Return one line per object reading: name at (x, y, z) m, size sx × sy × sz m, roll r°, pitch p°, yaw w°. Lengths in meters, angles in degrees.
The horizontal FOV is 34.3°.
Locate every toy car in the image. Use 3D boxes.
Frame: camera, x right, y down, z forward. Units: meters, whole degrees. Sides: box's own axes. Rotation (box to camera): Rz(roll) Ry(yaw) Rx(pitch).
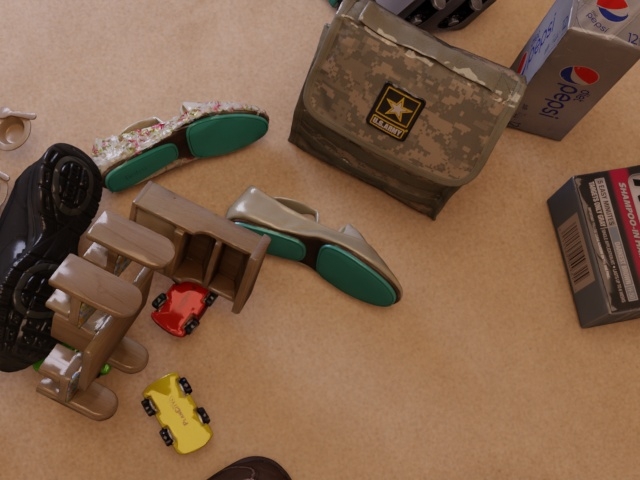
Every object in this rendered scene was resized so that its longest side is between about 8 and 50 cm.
toy car at (-0.237, 0.140, 1.273) m, size 0.225 × 0.053 × 0.239 m, roll 3°, pitch 74°, yaw -5°

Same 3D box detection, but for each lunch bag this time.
lunch bag at (0.100, -0.168, 1.270) m, size 0.235 × 0.287 × 0.169 m, roll 28°, pitch 74°, yaw 1°

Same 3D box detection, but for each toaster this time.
toaster at (0.142, -0.381, 1.391) m, size 0.168 × 0.110 × 0.185 m, roll -9°, pitch 77°, yaw -41°

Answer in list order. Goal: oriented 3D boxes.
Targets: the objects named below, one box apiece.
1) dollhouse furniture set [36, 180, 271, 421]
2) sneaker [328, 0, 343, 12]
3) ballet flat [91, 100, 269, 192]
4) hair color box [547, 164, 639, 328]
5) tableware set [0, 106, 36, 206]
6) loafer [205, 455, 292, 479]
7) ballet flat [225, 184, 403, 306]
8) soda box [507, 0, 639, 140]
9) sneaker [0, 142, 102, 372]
dollhouse furniture set at (-0.184, 0.071, 1.164) m, size 0.161 × 0.212 × 0.242 m, roll 26°, pitch 47°, yaw 3°
sneaker at (0.034, -0.387, 1.441) m, size 0.098 × 0.083 × 0.223 m, roll -30°, pitch 86°, yaw -32°
ballet flat at (-0.187, -0.139, 1.340) m, size 0.241 × 0.091 × 0.077 m, roll -21°, pitch 57°, yaw -15°
hair color box at (0.511, -0.013, 1.362) m, size 0.374 × 0.113 × 0.185 m, roll -10°, pitch 76°, yaw -9°
tableware set at (-0.440, -0.113, 1.316) m, size 0.141 × 0.020 × 0.168 m, roll 15°, pitch 76°, yaw 18°
loafer at (-0.187, 0.368, 1.177) m, size 0.366 × 0.130 × 0.134 m, roll -38°, pitch 82°, yaw -14°
ballet flat at (0.000, 0.000, 1.326) m, size 0.248 × 0.086 × 0.086 m, roll 25°, pitch 74°, yaw 2°
soda box at (0.314, -0.225, 1.306) m, size 0.098 × 0.286 × 0.091 m, roll 15°, pitch 73°, yaw -2°
sneaker at (-0.348, 0.026, 1.253) m, size 0.109 × 0.130 × 0.286 m, roll 32°, pitch 56°, yaw -36°
